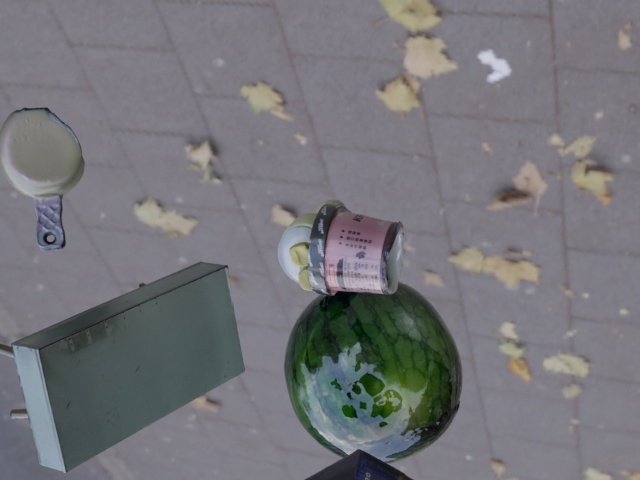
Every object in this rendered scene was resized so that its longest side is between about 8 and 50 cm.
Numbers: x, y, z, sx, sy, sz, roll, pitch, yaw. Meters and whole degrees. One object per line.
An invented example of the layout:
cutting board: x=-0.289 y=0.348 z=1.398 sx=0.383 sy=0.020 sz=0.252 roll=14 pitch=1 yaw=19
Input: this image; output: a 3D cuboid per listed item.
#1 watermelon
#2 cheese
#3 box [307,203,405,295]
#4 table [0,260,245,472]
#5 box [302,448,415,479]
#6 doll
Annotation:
watermelon: x=0.095 y=0.243 z=2.035 sx=0.363 sy=0.363 sz=0.363 roll=13 pitch=144 yaw=9
cheese: x=-0.315 y=-0.075 z=1.243 sx=0.171 sy=0.092 sz=0.047 roll=63 pitch=167 yaw=6
box: x=0.063 y=0.022 z=1.750 sx=0.135 sy=0.151 sz=0.151 roll=8 pitch=143 yaw=19
table: x=-0.202 y=0.112 z=1.052 sx=0.111 sy=0.240 sz=0.121 roll=5 pitch=109 yaw=39
box: x=0.096 y=0.363 z=1.325 sx=0.259 sy=0.071 sz=0.168 roll=34 pitch=135 yaw=-19
doll: x=0.011 y=-0.003 z=2.034 sx=0.117 sy=0.296 sz=0.141 roll=-16 pitch=107 yaw=31
